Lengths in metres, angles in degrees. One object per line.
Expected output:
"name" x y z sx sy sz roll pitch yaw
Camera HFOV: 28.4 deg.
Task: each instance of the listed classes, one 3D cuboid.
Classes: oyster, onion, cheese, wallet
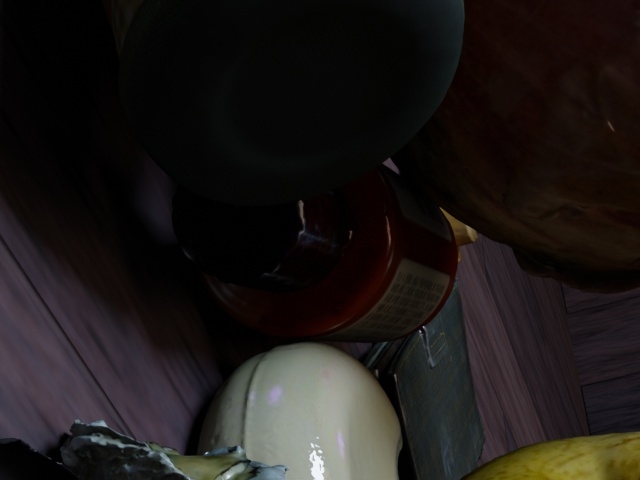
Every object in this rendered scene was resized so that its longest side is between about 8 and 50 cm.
"oyster" -0.046 0.087 0.435 0.100 0.098 0.037 21 77 -56
"onion" 0.156 -0.152 0.651 0.353 0.354 0.353 -16 90 -77
"cheese" -0.017 0.115 0.540 0.249 0.071 0.163 35 41 -68
"wallet" 0.085 0.136 0.983 0.317 0.044 0.169 -39 116 -74

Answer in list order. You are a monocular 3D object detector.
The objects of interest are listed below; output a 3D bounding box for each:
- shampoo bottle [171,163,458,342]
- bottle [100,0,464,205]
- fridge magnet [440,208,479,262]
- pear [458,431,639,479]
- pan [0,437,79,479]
"shampoo bottle" 0.000 0.000 0.658 0.278 0.104 0.104 20 56 -74
"bottle" -0.052 -0.150 0.529 0.156 0.143 0.271 69 -3 -53
"fridge magnet" 0.127 -0.045 1.309 0.143 0.063 0.143 -13 90 -79
"pear" 0.174 0.254 0.676 0.314 0.314 0.314 -16 90 -77
"pan" -0.068 0.157 0.343 0.115 0.040 0.212 30 39 -72
